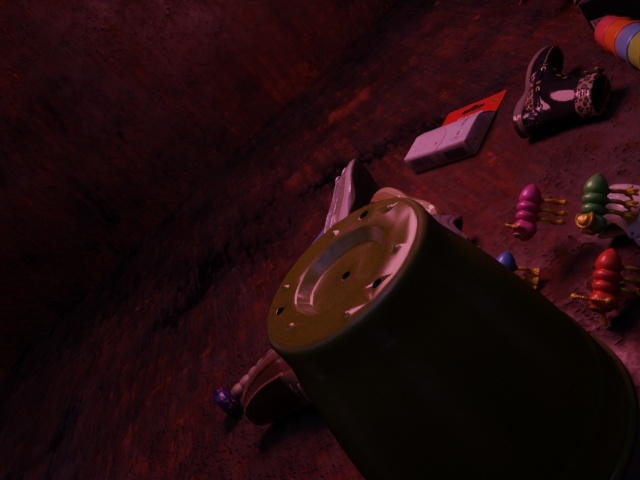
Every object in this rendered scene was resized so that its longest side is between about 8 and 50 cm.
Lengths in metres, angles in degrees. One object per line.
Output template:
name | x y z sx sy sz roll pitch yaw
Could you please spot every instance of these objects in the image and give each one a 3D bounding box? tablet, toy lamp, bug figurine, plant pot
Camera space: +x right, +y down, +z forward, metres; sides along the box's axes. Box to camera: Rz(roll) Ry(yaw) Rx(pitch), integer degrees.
tablet | 0.000 0.000 1.744 0.083 0.006 0.054 -52 24 -19
toy lamp | -0.105 0.247 1.411 0.274 0.080 0.080 -43 23 3
bug figurine | 0.349 0.013 1.000 0.279 0.072 0.217 -5 71 59
plant pot | 0.131 0.148 0.837 0.366 0.353 0.367 -36 25 20

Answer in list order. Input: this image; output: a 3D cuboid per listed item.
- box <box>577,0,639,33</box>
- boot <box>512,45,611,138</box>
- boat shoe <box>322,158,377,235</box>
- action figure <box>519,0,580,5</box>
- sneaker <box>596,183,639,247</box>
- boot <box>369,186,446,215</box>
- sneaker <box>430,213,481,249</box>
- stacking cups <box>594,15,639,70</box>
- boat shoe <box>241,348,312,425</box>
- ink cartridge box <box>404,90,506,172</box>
box | 0.700 -0.547 1.395 0.184 0.103 0.261 -51 24 -23
boot | 0.500 -0.316 1.356 0.178 0.085 0.237 -8 49 52
boat shoe | 0.066 -0.080 1.636 0.103 0.118 0.321 -25 36 30
action figure | 0.619 -0.716 1.625 0.370 0.248 0.276 -27 28 30
sneaker | 0.478 -0.029 0.938 0.094 0.080 0.212 -62 20 -11
boot | 0.134 -0.002 1.418 0.203 0.095 0.262 -48 30 -7
sneaker | 0.231 0.036 1.175 0.115 0.105 0.281 -13 41 4
stacking cups | 0.605 -0.374 1.266 0.096 0.096 0.316 -36 24 18
boat shoe | -0.015 0.239 1.225 0.324 0.123 0.116 -40 25 13
ink cartridge box | 0.323 -0.275 1.616 0.189 0.066 0.232 -14 41 50
